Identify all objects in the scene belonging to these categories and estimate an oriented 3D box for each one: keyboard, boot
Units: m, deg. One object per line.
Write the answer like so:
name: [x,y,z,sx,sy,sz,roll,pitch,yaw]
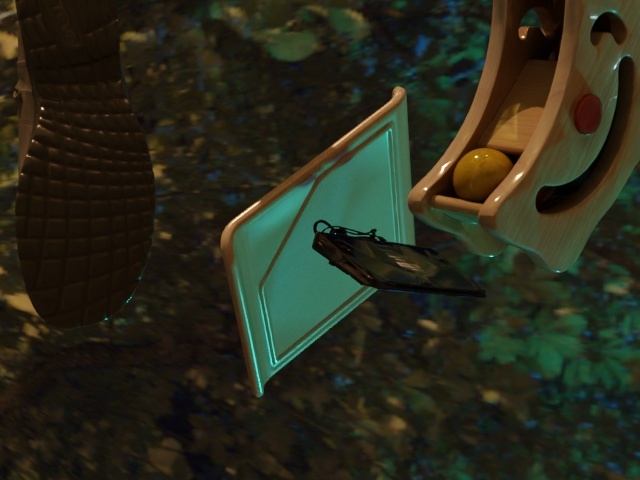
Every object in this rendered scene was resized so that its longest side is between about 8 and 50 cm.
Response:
keyboard: [0.057,0.027,1.250,0.192,0.100,0.038,10,-64,-55]
boot: [-0.157,-0.057,0.966,0.083,0.161,0.246,-3,-101,-11]

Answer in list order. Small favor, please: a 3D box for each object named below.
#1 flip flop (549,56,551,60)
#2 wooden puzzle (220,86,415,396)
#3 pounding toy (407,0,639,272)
flip flop: [0.238,-0.192,1.328,0.080,0.112,0.277,14,-122,-24]
wooden puzzle: [0.000,0.000,1.330,0.239,0.044,0.221,-43,-32,-26]
pounding toy: [0.191,-0.100,1.023,0.269,0.155,0.154,-53,-49,-22]
